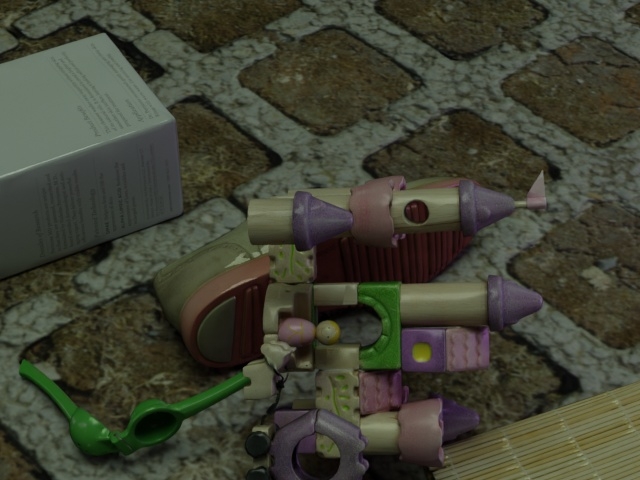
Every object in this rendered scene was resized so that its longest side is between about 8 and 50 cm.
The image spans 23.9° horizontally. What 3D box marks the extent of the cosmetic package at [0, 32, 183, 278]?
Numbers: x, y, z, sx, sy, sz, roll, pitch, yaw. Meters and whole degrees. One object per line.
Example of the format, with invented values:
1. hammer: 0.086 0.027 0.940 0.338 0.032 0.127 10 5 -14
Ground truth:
1. cosmetic package: -0.378 -0.082 1.767 0.385 0.156 0.217 -21 46 -19

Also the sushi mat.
1. sushi mat: 0.267 0.223 1.526 0.317 0.019 0.151 -16 45 -17

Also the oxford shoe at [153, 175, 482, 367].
1. oxford shoe: 0.000 0.000 1.688 0.397 0.140 0.146 -20 39 -23

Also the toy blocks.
1. toy blocks: 0.082 0.080 1.414 0.260 0.288 0.309 -1 1 8

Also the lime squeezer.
1. lime squeezer: -0.186 0.171 1.539 0.310 0.059 0.110 -5 36 25
